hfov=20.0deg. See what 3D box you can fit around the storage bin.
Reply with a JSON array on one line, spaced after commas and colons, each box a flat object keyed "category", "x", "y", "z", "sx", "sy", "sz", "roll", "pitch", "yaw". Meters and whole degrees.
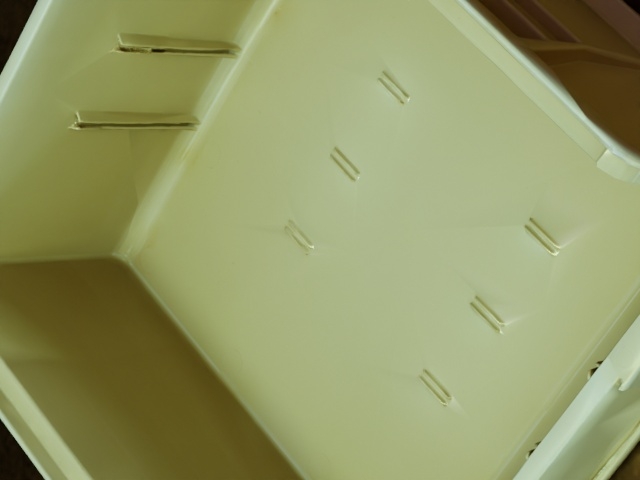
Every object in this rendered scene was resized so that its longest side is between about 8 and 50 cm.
[{"category": "storage bin", "x": 0.000, "y": 0.000, "z": 0.686, "sx": 0.260, "sy": 0.123, "sz": 0.262, "roll": 48, "pitch": 120, "yaw": 28}]
